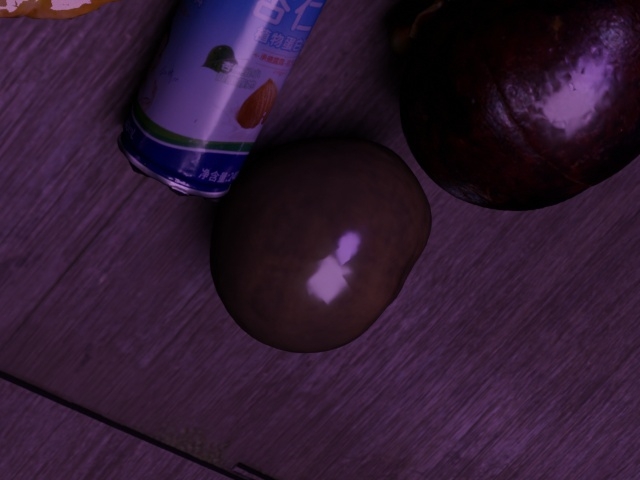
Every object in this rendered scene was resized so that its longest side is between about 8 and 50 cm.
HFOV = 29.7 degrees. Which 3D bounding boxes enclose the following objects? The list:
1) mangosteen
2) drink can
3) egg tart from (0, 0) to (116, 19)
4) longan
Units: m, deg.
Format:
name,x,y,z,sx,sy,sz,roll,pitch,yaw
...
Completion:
name,x,y,z,sx,sy,sz,roll,pitch,yaw
mangosteen,0.156,-0.136,0.908,0.216,0.216,0.216,-13,127,-18
drink can,-0.058,-0.150,0.863,0.097,0.097,0.235,16,114,-33
egg tart,-0.176,-0.234,0.707,0.241,0.106,0.241,3,80,-14
longan,0.000,0.000,0.953,0.187,0.167,0.167,-28,131,-23
